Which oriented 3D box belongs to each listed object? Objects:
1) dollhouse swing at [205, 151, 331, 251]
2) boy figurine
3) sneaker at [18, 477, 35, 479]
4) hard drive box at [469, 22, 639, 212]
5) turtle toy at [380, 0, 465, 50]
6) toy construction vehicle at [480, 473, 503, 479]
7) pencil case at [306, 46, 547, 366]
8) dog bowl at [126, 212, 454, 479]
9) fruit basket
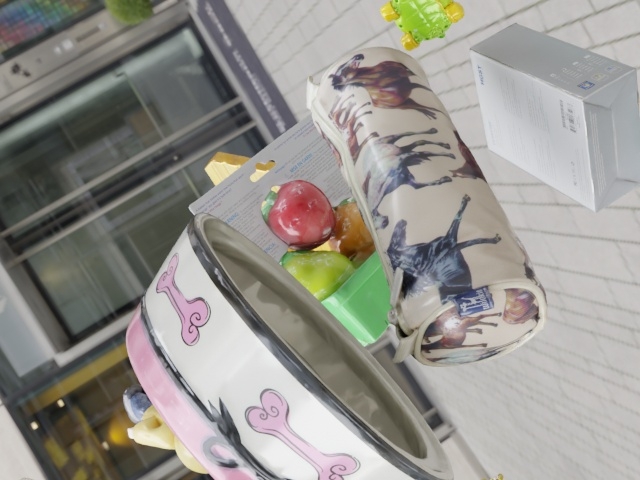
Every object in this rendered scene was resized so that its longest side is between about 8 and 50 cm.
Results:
[{"bbox_3d":[-0.121,0.024,1.752,0.346,0.315,0.305,14,168,28],"label":"dollhouse swing"},{"bbox_3d":[-0.243,0.316,1.417,0.285,0.177,0.092,16,121,53],"label":"boy figurine"},{"bbox_3d":[-0.501,0.481,1.321,0.071,0.170,0.068,24,167,-7],"label":"sneaker"},{"bbox_3d":[0.318,-0.172,1.095,0.232,0.089,0.181,45,161,50],"label":"hard drive box"},{"bbox_3d":[0.129,-0.323,1.067,0.130,0.095,0.066,50,-149,-22],"label":"turtle toy"},{"bbox_3d":[0.326,0.505,1.564,0.035,0.098,0.086,17,148,-3],"label":"toy construction vehicle"},{"bbox_3d":[0.112,-0.052,0.974,0.160,0.183,0.410,-63,39,47],"label":"pencil case"},{"bbox_3d":[-0.044,0.161,0.908,0.408,0.150,0.408,46,-176,-4],"label":"dog bowl"},{"bbox_3d":[0.000,0.000,1.330,0.353,0.327,0.165,46,143,0],"label":"fruit basket"}]
